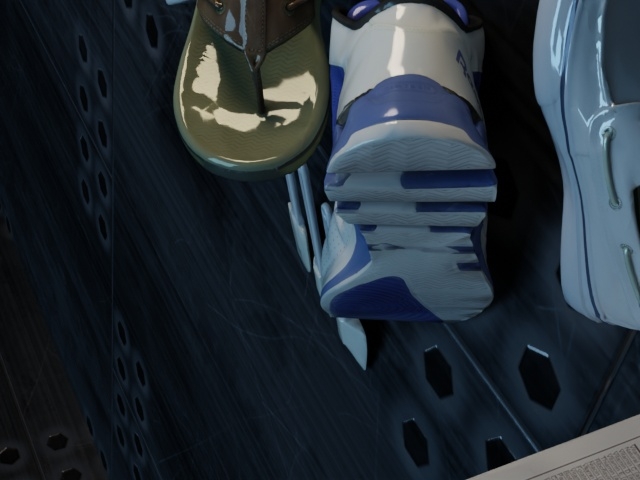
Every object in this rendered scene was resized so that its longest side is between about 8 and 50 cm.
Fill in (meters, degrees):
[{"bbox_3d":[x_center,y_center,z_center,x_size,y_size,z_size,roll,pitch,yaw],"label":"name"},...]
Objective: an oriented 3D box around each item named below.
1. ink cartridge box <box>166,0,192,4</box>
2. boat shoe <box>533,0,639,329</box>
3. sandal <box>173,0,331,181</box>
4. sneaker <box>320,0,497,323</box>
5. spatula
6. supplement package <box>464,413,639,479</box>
[{"bbox_3d":[-0.086,-0.302,0.992,0.203,0.086,0.148,13,114,65],"label":"ink cartridge box"},{"bbox_3d":[0.174,-0.052,0.586,0.076,0.083,0.226,22,135,47],"label":"boat shoe"},{"bbox_3d":[-0.049,-0.185,0.812,0.086,0.120,0.303,66,-152,-67],"label":"sandal"},{"bbox_3d":[0.066,-0.067,0.761,0.315,0.127,0.182,89,-174,-65],"label":"sneaker"},{"bbox_3d":[0.000,0.000,0.981,0.242,0.019,0.168,82,166,-54],"label":"spatula"},{"bbox_3d":[0.157,0.215,0.515,0.198,0.262,0.199,60,152,31],"label":"supplement package"}]
